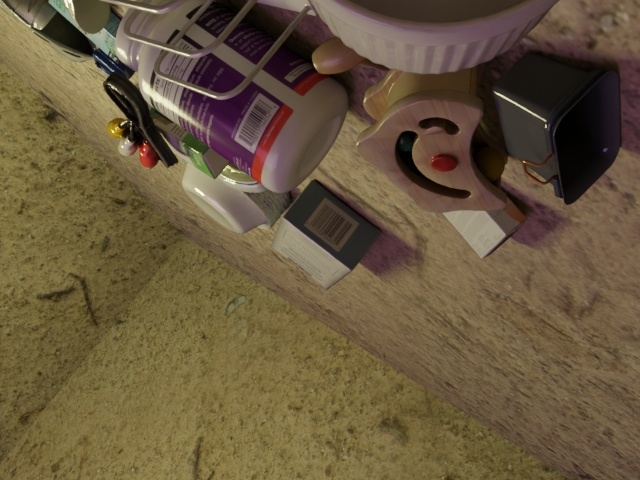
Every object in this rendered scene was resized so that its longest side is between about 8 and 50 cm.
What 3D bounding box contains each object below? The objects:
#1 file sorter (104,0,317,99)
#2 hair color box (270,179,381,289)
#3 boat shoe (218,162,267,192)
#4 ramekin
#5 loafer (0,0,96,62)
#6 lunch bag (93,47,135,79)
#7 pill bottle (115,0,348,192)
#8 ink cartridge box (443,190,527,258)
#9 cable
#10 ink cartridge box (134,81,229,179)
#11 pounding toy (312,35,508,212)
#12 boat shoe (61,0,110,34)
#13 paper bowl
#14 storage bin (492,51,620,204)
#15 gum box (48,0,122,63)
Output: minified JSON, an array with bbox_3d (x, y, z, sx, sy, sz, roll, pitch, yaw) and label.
[{"bbox_3d":[-0.164,-0.321,0.760,0.192,0.173,0.278,27,163,38],"label":"file sorter"},{"bbox_3d":[0.000,0.000,1.601,0.185,0.114,0.374,38,167,0],"label":"hair color box"},{"bbox_3d":[-0.216,-0.202,1.493,0.302,0.109,0.094,33,165,31],"label":"boat shoe"},{"bbox_3d":[0.073,-0.209,0.450,0.207,0.207,0.109,35,176,9],"label":"ramekin"},{"bbox_3d":[-0.611,-0.508,1.499,0.111,0.112,0.319,21,168,37],"label":"loafer"},{"bbox_3d":[-0.465,-0.401,1.551,0.098,0.065,0.067,39,167,-8],"label":"lunch bag"},{"bbox_3d":[-0.131,-0.223,0.997,0.322,0.182,0.181,36,168,10],"label":"pill bottle"},{"bbox_3d":[0.207,-0.067,0.999,0.179,0.045,0.145,54,171,11],"label":"ink cartridge box"},{"bbox_3d":[-0.304,-0.178,1.145,0.139,0.072,0.287,43,170,-4],"label":"cable"},{"bbox_3d":[-0.234,-0.239,1.273,0.219,0.160,0.093,32,164,22],"label":"ink cartridge box"},{"bbox_3d":[0.131,-0.158,0.772,0.154,0.155,0.269,-15,143,38],"label":"pounding toy"},{"bbox_3d":[-0.455,-0.476,1.256,0.081,0.079,0.227,42,165,21],"label":"boat shoe"},{"bbox_3d":[-0.222,-0.128,1.683,0.284,0.148,0.284,37,168,9],"label":"paper bowl"},{"bbox_3d":[0.219,-0.109,0.666,0.091,0.098,0.135,41,172,38],"label":"storage bin"},{"bbox_3d":[-0.471,-0.457,1.422,0.184,0.041,0.157,42,167,-17],"label":"gum box"}]
